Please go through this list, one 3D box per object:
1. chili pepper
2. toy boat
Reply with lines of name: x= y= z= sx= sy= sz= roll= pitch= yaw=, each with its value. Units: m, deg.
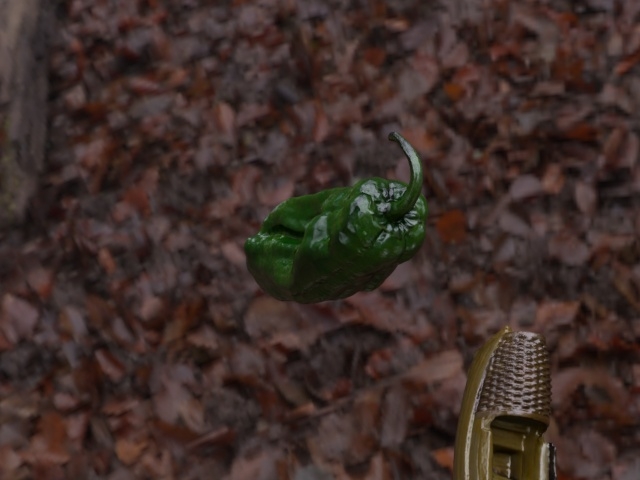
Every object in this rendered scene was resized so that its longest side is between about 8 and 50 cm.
chili pepper: x=0.005 y=-0.001 z=0.970 sx=0.257 sy=0.074 sz=0.100 roll=-13 pitch=48 yaw=60
toy boat: x=0.097 y=0.117 z=0.683 sx=0.047 sy=0.049 sz=0.149 roll=15 pitch=66 yaw=-24
